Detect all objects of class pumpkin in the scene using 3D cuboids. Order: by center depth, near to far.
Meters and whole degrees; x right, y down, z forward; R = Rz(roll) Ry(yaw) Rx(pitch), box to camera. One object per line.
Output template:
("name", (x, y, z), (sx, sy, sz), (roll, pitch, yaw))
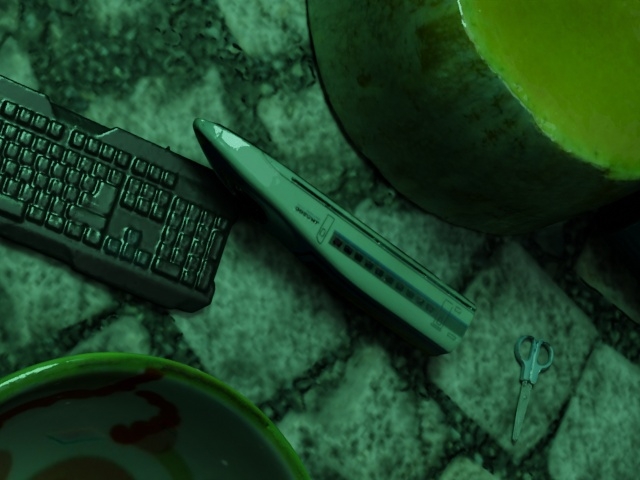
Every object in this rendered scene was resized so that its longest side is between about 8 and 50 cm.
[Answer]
("pumpkin", (0.180, -0.180, 1.202), (0.332, 0.199, 0.332), (6, 78, -29))

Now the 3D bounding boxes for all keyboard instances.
("keyboard", (-0.174, -0.040, 1.088), (0.262, 0.016, 0.106), (24, 73, -24))

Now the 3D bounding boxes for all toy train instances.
("toy train", (0.000, -0.001, 1.150), (0.252, 0.055, 0.048), (36, 77, -25))

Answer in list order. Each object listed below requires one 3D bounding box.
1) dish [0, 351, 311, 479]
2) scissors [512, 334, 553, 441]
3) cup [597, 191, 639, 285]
("dish", (-0.155, 0.227, 1.012), (0.324, 0.124, 0.324), (1, 89, -33))
("scissors", (0.158, 0.114, 1.258), (0.036, 0.006, 0.083), (22, 74, -27))
("cup", (0.313, -0.002, 1.302), (0.155, 0.131, 0.176), (44, 36, -13))
